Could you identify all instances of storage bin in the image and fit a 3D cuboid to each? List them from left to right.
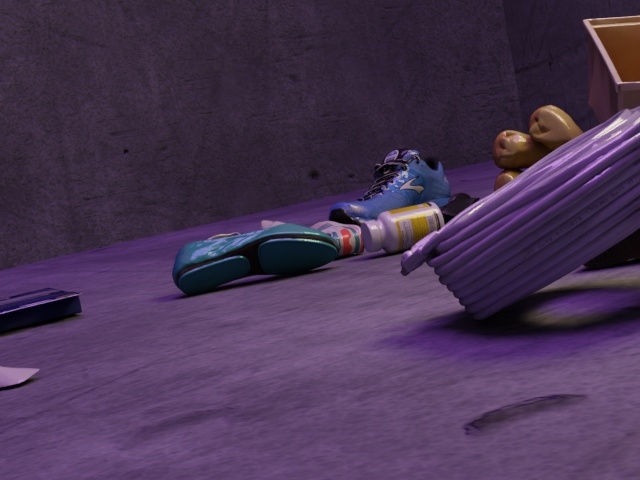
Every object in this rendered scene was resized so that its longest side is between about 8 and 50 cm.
[{"bbox_3d":[0.478,-0.191,1.375,0.261,0.123,0.262,-4,26,6],"label":"storage bin"}]

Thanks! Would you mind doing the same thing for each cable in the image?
[{"bbox_3d":[0.216,-0.028,0.981,0.257,0.089,0.257,-33,-1,-23],"label":"cable"}]

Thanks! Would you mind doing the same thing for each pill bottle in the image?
[{"bbox_3d":[0.123,-0.016,1.661,0.116,0.065,0.065,-12,5,-17],"label":"pill bottle"}]

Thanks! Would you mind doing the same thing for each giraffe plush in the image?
[{"bbox_3d":[0.372,-0.092,1.563,0.210,0.181,0.171,-13,-15,40],"label":"giraffe plush"}]

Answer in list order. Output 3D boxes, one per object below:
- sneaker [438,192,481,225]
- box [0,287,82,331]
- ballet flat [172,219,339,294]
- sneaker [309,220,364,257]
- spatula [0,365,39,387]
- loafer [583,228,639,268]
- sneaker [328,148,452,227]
[{"bbox_3d":[0.247,-0.048,1.870,0.089,0.051,0.170,-7,11,33],"label":"sneaker"},{"bbox_3d":[-0.444,0.105,1.654,0.136,0.036,0.225,-13,4,-25],"label":"box"},{"bbox_3d":[-0.099,0.011,1.623,0.247,0.083,0.087,-13,46,-3],"label":"ballet flat"},{"bbox_3d":[0.000,0.000,1.771,0.075,0.057,0.161,-7,5,-32],"label":"sneaker"},{"bbox_3d":[-0.421,0.163,1.102,0.242,0.019,0.168,-10,10,19],"label":"spatula"},{"bbox_3d":[0.342,-0.008,1.163,0.148,0.056,0.050,-9,11,14],"label":"loafer"},{"bbox_3d":[0.118,-0.082,1.950,0.130,0.147,0.330,-7,7,37],"label":"sneaker"}]
